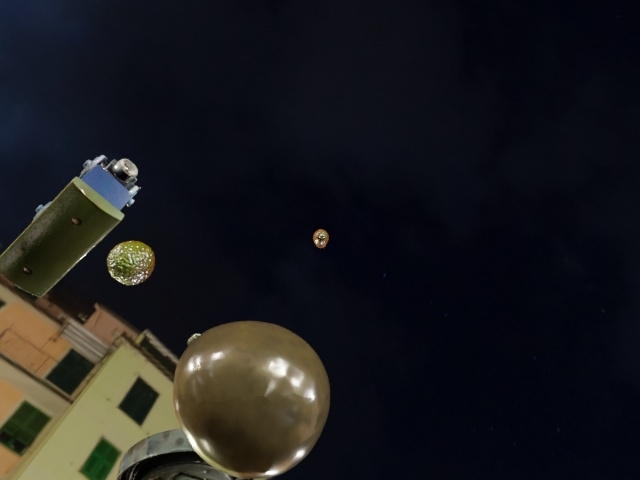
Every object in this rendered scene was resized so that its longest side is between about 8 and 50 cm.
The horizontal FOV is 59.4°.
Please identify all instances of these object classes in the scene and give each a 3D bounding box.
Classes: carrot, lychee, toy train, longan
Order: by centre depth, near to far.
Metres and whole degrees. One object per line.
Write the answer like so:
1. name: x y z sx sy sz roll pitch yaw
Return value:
1. longan: -0.112 0.251 0.911 0.257 0.258 0.258 4 -64 8
2. toy train: -0.493 -0.041 1.112 0.299 0.202 0.131 -38 -70 21
3. carrot: 0.000 0.000 1.278 0.035 0.142 0.035 0 -100 -2
4. lychee: -0.466 0.055 1.385 0.114 0.146 0.114 0 -86 -1

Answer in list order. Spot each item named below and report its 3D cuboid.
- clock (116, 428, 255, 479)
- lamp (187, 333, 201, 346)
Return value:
1. clock: -0.375 0.663 1.575 0.385 0.076 0.386 -6 -51 -7
2. lamp: -0.239 0.265 1.104 0.050 0.198 0.056 -40 -60 19
